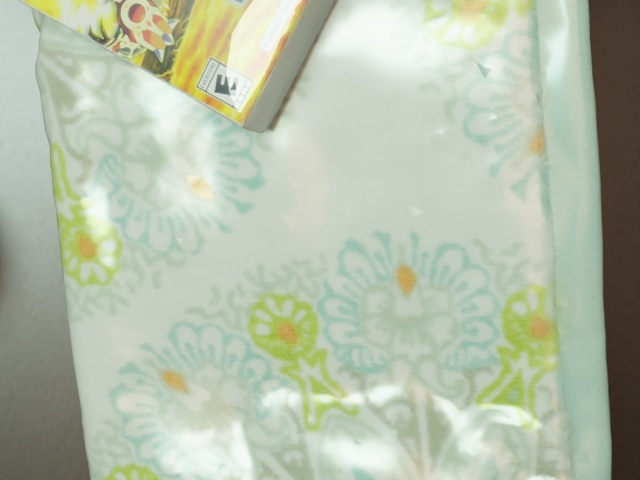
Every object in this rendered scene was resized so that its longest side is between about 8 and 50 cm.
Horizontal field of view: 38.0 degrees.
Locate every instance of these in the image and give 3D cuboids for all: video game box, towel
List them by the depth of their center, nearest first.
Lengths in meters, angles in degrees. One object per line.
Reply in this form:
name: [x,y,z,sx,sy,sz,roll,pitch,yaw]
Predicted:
video game box: [-0.065,-0.190,0.482,0.187,0.048,0.205,30,99,11]
towel: [0.000,0.000,0.554,0.321,0.090,0.374,-3,98,9]
